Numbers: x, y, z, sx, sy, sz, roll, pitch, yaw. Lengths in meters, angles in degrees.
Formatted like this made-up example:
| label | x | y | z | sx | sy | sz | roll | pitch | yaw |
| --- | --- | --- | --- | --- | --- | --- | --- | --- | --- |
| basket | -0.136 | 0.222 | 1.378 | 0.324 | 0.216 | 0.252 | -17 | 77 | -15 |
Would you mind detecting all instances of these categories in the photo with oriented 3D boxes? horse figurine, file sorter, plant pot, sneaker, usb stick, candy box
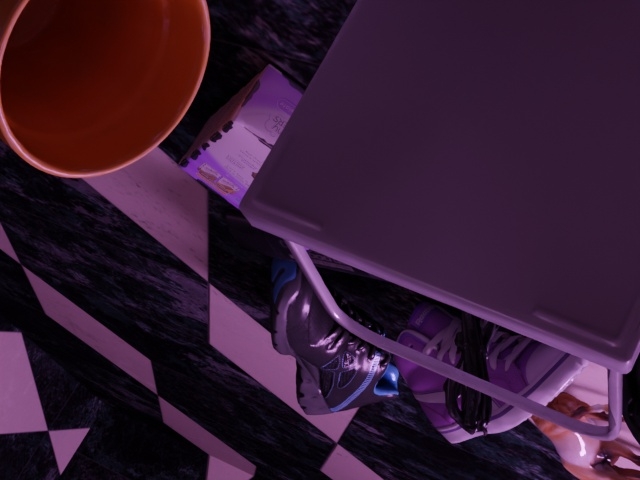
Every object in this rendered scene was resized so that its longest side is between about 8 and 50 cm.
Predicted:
| label | x | y | z | sx | sy | sz | roll | pitch | yaw |
| --- | --- | --- | --- | --- | --- | --- | --- | --- | --- |
| horse figurine | 0.328 | 0.236 | 1.344 | 0.174 | 0.066 | 0.263 | -4 | 138 | 49 |
| file sorter | 0.125 | -0.065 | 0.605 | 0.192 | 0.278 | 0.173 | 22 | 163 | 23 |
| plant pot | -0.230 | -0.184 | 0.961 | 0.188 | 0.205 | 0.205 | 35 | 166 | 36 |
| sneaker | 0.018 | 0.116 | 1.470 | 0.139 | 0.125 | 0.341 | -4 | 148 | 11 |
| usb stick | 0.000 | 0.000 | 1.271 | 0.278 | 0.045 | 0.077 | 11 | 144 | 43 |
| candy box | -0.032 | -0.072 | 1.103 | 0.164 | 0.070 | 0.196 | 36 | 160 | -13 |
| sneaker | 0.171 | 0.129 | 1.263 | 0.161 | 0.102 | 0.282 | 53 | 145 | 1 |

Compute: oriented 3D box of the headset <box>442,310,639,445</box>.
| label | x | y | z | sx | sy | sz | roll | pitch | yaw |
| --- | --- | --- | --- | --- | --- | --- | --- | --- | --- |
| headset | 0.295 | 0.104 | 0.845 | 0.394 | 0.185 | 0.243 | 14 | 145 | 4 |
